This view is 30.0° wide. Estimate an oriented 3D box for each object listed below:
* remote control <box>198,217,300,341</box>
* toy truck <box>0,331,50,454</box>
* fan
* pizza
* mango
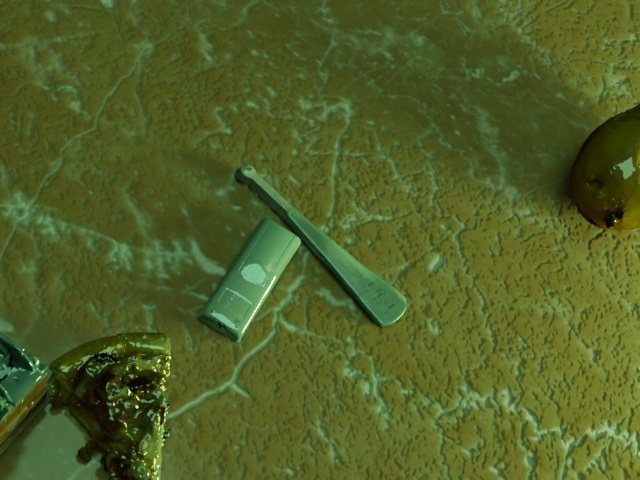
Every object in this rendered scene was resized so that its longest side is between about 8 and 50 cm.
[{"bbox_3d":[-0.085,0.045,1.462,0.061,0.029,0.162,30,59,0],"label":"remote control"},{"bbox_3d":[-0.440,0.079,1.236,0.338,0.184,0.133,38,58,3],"label":"toy truck"},{"bbox_3d":[0.000,0.000,1.520,0.282,0.023,0.057,45,61,6],"label":"fan"},{"bbox_3d":[-0.216,0.195,1.317,0.154,0.069,0.194,-11,66,-24],"label":"pizza"},{"bbox_3d":[0.439,-0.113,1.651,0.151,0.156,0.248,25,53,38],"label":"mango"}]
